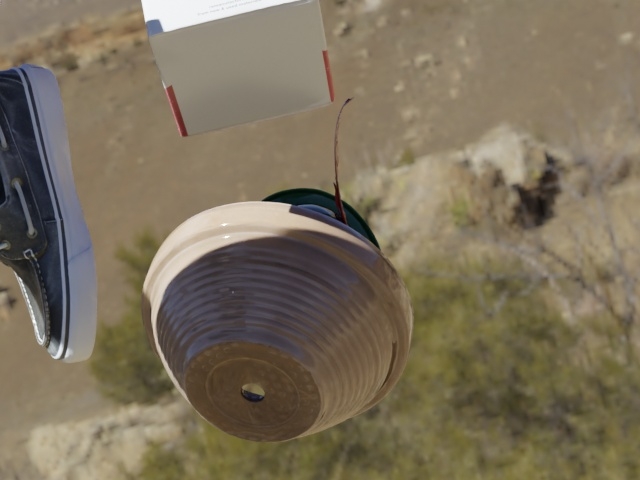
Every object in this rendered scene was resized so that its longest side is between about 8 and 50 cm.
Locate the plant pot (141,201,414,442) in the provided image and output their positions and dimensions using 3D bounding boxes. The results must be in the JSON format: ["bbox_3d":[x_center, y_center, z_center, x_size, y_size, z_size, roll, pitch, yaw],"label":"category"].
[{"bbox_3d":[-0.045,0.092,1.205,0.237,0.237,0.110,-11,36,22],"label":"plant pot"}]

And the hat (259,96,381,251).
[{"bbox_3d":[0.000,0.000,1.529,0.173,0.208,0.183,-32,-3,-18],"label":"hat"}]

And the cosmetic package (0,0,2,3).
[{"bbox_3d":[-0.334,-0.149,0.917,0.238,0.107,0.127,-16,34,8],"label":"cosmetic package"}]

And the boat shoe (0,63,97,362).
[{"bbox_3d":[-0.330,-0.024,1.574,0.119,0.335,0.121,-10,-5,-28],"label":"boat shoe"}]

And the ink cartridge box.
[{"bbox_3d":[-0.071,-0.196,1.099,0.127,0.128,0.176,-13,57,0],"label":"ink cartridge box"}]
